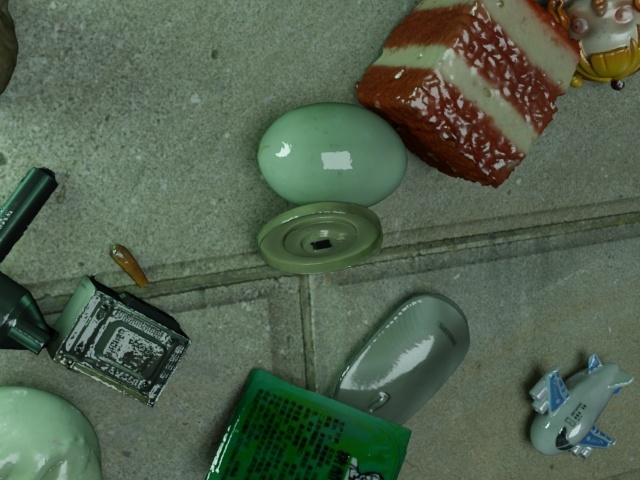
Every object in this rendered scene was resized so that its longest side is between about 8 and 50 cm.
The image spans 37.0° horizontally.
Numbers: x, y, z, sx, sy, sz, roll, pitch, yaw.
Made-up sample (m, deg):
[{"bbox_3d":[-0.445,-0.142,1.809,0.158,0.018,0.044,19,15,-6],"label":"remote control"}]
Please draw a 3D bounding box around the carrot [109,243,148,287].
[{"bbox_3d":[-0.344,0.045,1.720,0.032,0.032,0.093,-40,115,-11],"label":"carrot"}]

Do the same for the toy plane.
[{"bbox_3d":[0.574,0.373,2.126,0.266,0.122,0.267,-5,103,-20],"label":"toy plane"}]

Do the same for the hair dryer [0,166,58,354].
[{"bbox_3d":[-0.497,0.027,1.589,0.244,0.116,0.302,34,73,-8],"label":"hair dryer"}]

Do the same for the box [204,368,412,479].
[{"bbox_3d":[-0.026,0.430,1.821,0.336,0.106,0.264,22,68,6],"label":"box"}]

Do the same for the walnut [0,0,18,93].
[{"bbox_3d":[-0.577,-0.310,1.444,0.248,0.248,0.248,-5,102,-22],"label":"walnut"}]

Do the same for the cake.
[{"bbox_3d":[0.276,-0.302,1.783,0.269,0.270,0.320,38,84,-25],"label":"cake"}]

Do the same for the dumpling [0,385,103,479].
[{"bbox_3d":[-0.504,0.397,1.635,0.320,0.212,0.270,9,60,-11],"label":"dumpling"}]

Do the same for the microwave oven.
[{"bbox_3d":[-0.356,0.179,1.686,0.205,0.129,0.163,31,89,-26],"label":"microwave oven"}]

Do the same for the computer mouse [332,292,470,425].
[{"bbox_3d":[0.173,0.255,1.948,0.331,0.095,0.197,-47,110,-8],"label":"computer mouse"}]

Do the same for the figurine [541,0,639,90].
[{"bbox_3d":[0.567,-0.458,1.920,0.320,0.196,0.323,-8,98,22],"label":"figurine"}]

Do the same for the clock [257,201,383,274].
[{"bbox_3d":[0.000,0.000,1.764,0.234,0.235,0.029,4,59,-24],"label":"clock"}]

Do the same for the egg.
[{"bbox_3d":[0.023,-0.150,1.741,0.282,0.203,0.203,4,99,-18],"label":"egg"}]
